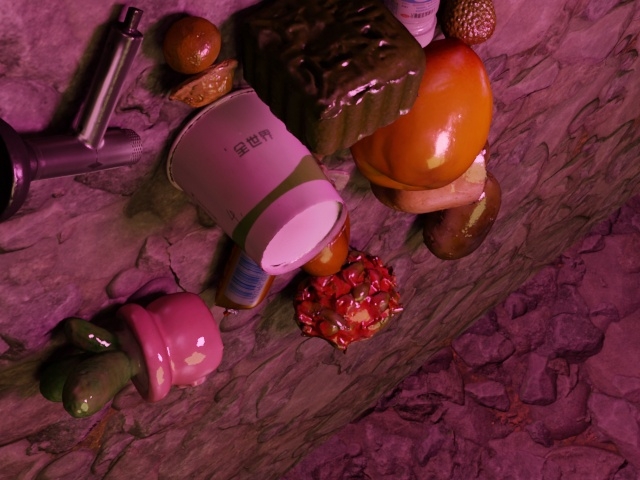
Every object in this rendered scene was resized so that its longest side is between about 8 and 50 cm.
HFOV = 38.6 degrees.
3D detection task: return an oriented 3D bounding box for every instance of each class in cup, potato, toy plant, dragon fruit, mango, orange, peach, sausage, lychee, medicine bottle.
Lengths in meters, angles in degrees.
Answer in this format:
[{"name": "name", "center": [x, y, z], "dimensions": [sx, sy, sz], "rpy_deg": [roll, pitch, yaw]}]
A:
[{"name": "cup", "center": [-0.102, -0.099, 1.633], "dimensions": [0.253, 0.274, 0.253], "rpy_deg": [-33, 155, -18]}, {"name": "potato", "center": [0.232, -0.160, 2.092], "dimensions": [0.242, 0.243, 0.285], "rpy_deg": [-32, -162, -20]}, {"name": "toy plant", "center": [-0.376, 0.235, 1.840], "dimensions": [0.356, 0.211, 0.317], "rpy_deg": [-13, -174, -28]}, {"name": "dragon fruit", "center": [0.063, 0.151, 2.353], "dimensions": [0.302, 0.231, 0.237], "rpy_deg": [-10, 149, -23]}, {"name": "mango", "center": [0.000, 0.000, 2.108], "dimensions": [0.136, 0.167, 0.236], "rpy_deg": [-3, -172, 16]}, {"name": "orange", "center": [-0.195, -0.299, 1.399], "dimensions": [0.095, 0.085, 0.085], "rpy_deg": [-38, 157, -25]}, {"name": "peach", "center": [0.204, -0.252, 1.844], "dimensions": [0.289, 0.288, 0.308], "rpy_deg": [28, 79, -64]}, {"name": "sausage", "center": [-0.155, 0.066, 2.030], "dimensions": [0.125, 0.117, 0.317], "rpy_deg": [-34, 160, -44]}, {"name": "potato", "center": [0.390, -0.071, 2.522], "dimensions": [0.210, 0.173, 0.308], "rpy_deg": [-19, 146, -35]}, {"name": "lychee", "center": [0.296, -0.444, 1.838], "dimensions": [0.114, 0.114, 0.147], "rpy_deg": [-29, 133, -26]}, {"name": "medicine bottle", "center": [0.166, -0.439, 1.662], "dimensions": [0.105, 0.105, 0.168], "rpy_deg": [-32, 154, -20]}]

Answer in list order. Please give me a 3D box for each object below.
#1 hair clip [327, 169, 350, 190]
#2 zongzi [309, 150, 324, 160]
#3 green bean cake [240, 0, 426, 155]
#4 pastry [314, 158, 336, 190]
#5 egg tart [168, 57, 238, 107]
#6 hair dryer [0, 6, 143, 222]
[{"name": "hair clip", "center": [0.012, -0.131, 2.050], "dimensions": [0.137, 0.022, 0.054], "rpy_deg": [-9, 140, -49]}, {"name": "zongzi", "center": [0.057, -0.259, 1.687], "dimensions": [0.204, 0.094, 0.205], "rpy_deg": [-56, -162, -18]}, {"name": "green bean cake", "center": [0.020, -0.295, 1.512], "dimensions": [0.246, 0.250, 0.156], "rpy_deg": [-30, 154, -21]}, {"name": "pastry", "center": [-0.055, -0.070, 1.811], "dimensions": [0.218, 0.229, 0.100], "rpy_deg": [-44, 130, -18]}, {"name": "egg tart", "center": [-0.185, -0.248, 1.474], "dimensions": [0.128, 0.049, 0.129], "rpy_deg": [-28, -172, 4]}, {"name": "hair dryer", "center": [-0.381, -0.201, 1.325], "dimensions": [0.320, 0.155, 0.284], "rpy_deg": [-31, 137, -51]}]
